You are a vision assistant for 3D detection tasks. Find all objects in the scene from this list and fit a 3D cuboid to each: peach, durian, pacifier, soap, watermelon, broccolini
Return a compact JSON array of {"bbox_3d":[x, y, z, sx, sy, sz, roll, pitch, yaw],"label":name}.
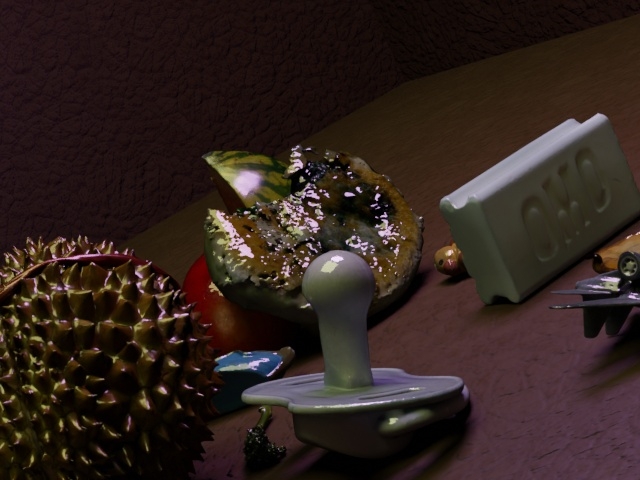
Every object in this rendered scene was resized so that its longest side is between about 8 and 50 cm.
[{"bbox_3d":[-0.120,0.122,2.111,0.190,0.226,0.196,4,-40,-24],"label":"peach"},{"bbox_3d":[-0.286,0.173,1.639,0.348,0.384,0.347,-12,-16,-4],"label":"durian"},{"bbox_3d":[0.041,0.121,1.533,0.238,0.225,0.287,-10,5,-23],"label":"pacifier"},{"bbox_3d":[0.303,-0.044,1.870,0.265,0.159,0.088,-31,14,-31],"label":"soap"},{"bbox_3d":[-0.050,-0.033,2.231,0.128,0.303,0.159,-39,28,-13],"label":"watermelon"},{"bbox_3d":[-0.080,0.238,1.709,0.052,0.054,0.194,-44,9,2],"label":"broccolini"}]

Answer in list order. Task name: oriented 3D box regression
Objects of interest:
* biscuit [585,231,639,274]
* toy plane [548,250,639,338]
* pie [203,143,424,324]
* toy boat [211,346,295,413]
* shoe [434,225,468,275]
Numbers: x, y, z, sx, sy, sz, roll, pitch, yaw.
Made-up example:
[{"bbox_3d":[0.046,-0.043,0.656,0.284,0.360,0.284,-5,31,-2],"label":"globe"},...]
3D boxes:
[{"bbox_3d":[0.421,0.004,1.664,0.203,0.041,0.260,-19,6,9],"label":"biscuit"},{"bbox_3d":[0.388,0.047,1.442,0.212,0.088,0.267,-3,-6,-45],"label":"toy plane"},{"bbox_3d":[0.000,0.000,2.071,0.371,0.296,0.078,-38,-20,-40],"label":"pie"},{"bbox_3d":[-0.124,0.191,1.922,0.186,0.075,0.077,-19,21,17],"label":"toy boat"},{"bbox_3d":[0.215,0.009,2.051,0.069,0.072,0.109,2,67,44],"label":"shoe"}]
